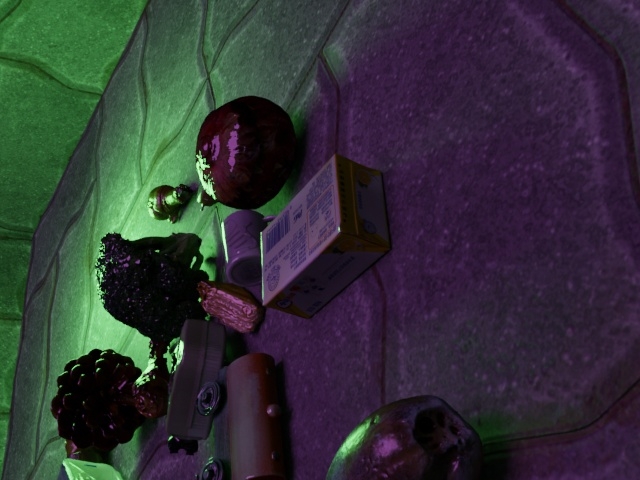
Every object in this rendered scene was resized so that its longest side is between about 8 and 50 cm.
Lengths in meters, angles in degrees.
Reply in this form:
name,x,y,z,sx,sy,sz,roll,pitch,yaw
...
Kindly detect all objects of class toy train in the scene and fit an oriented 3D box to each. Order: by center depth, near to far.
name,x,y,z,sx,sy,sz,roll,pitch,yaw
toy train,-0.133,0.336,1.466,0.177,0.116,0.285,-37,43,31

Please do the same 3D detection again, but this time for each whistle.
name,x,y,z,sx,sy,sz,roll,pitch,yaw
whistle,-0.253,-0.173,2.009,0.107,0.057,0.220,156,131,-72

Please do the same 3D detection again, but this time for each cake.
name,x,y,z,sx,sy,sz,roll,pitch,yaw
cake,-0.170,0.139,1.707,0.185,0.116,0.080,16,94,31

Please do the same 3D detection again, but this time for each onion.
name,x,y,z,sx,sy,sz,roll,pitch,yaw
onion,-0.163,-0.183,1.702,0.246,0.190,0.246,-15,71,49

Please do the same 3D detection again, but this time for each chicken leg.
name,x,y,z,sx,sy,sz,roll,pitch,yaw
chicken leg,-0.392,0.320,1.964,0.251,0.107,0.087,-94,19,-50
chicken leg,-0.412,-0.104,2.239,0.227,0.088,0.103,-3,63,55

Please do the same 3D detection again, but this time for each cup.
name,x,y,z,sx,sy,sz,roll,pitch,yaw
cup,-0.140,0.004,1.654,0.136,0.099,0.133,-52,34,36

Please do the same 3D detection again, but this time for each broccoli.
name,x,y,z,sx,sy,sz,roll,pitch,yaw
broccoli,-0.383,0.099,1.913,0.308,0.308,0.275,-41,8,46

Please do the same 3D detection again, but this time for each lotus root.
name,x,y,z,sx,sy,sz,roll,pitch,yaw
lotus root,0.080,0.313,1.032,0.140,0.158,0.322,-99,30,-44

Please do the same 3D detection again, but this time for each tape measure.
name,x,y,z,sx,sy,sz,roll,pitch,yaw
tape measure,-0.265,0.283,1.685,0.207,0.115,0.235,-108,29,-65

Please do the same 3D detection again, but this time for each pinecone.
name,x,y,z,sx,sy,sz,roll,pitch,yaw
pinecone,-0.540,0.388,2.007,0.264,0.264,0.264,-37,45,48

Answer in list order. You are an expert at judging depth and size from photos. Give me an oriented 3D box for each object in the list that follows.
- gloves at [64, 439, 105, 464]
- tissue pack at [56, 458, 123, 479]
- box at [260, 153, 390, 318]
name,x,y,z,sx,sy,sz,roll,pitch,yaw
gloves,-0.646,0.498,2.263,0.141,0.154,0.331,-36,52,47
tissue pack,-0.598,0.749,2.027,0.242,0.160,0.338,25,98,63
box,0.000,0.000,1.403,0.265,0.097,0.168,-46,39,42
